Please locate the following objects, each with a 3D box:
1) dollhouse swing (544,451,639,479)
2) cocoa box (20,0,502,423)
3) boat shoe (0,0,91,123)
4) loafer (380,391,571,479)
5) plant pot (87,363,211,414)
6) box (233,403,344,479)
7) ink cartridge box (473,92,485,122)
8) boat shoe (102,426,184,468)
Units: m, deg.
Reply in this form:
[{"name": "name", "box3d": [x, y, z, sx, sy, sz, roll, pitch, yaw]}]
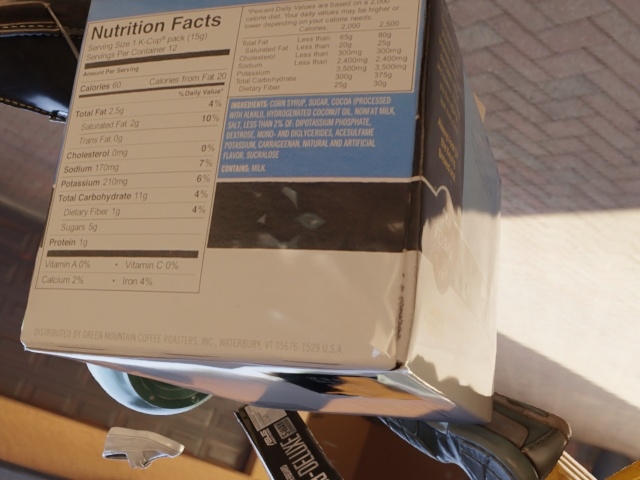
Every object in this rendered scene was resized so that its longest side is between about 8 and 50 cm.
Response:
[{"name": "dollhouse swing", "box3d": [0.468, 0.324, 0.914, 0.305, 0.315, 0.347, 57, -176, -22]}, {"name": "cocoa box", "box3d": [0.000, 0.000, 0.578, 0.231, 0.228, 0.347, 0, 164, 19]}, {"name": "boat shoe", "box3d": [-0.276, -0.216, 1.053, 0.499, 0.156, 0.187, 3, 145, -29]}, {"name": "loafer", "box3d": [0.138, 0.177, 0.814, 0.267, 0.084, 0.096, 22, 141, 54]}, {"name": "plant pot", "box3d": [-0.271, 0.185, 1.402, 0.293, 0.293, 0.196, 25, 180, -22]}, {"name": "box", "box3d": [0.007, 0.368, 1.027, 0.307, 0.076, 0.243, 42, 156, 58]}, {"name": "ink cartridge box", "box3d": [0.264, -0.229, 1.663, 0.139, 0.191, 0.082, -30, 114, 34]}, {"name": "boat shoe", "box3d": [-0.318, 0.371, 1.390, 0.184, 0.063, 0.066, 0, 150, 32]}]
